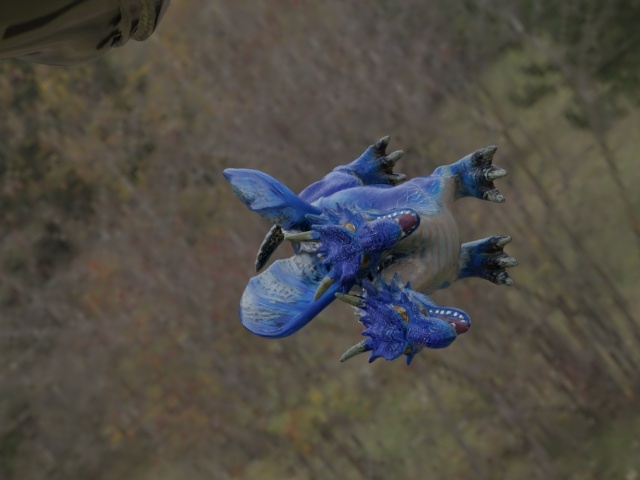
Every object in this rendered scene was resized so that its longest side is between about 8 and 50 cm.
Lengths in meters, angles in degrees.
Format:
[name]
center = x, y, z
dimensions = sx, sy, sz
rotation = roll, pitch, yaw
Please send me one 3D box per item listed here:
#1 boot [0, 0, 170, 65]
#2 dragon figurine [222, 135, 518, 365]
[boot]
center = -0.096, -0.040, 0.294
dimensions = 0.106, 0.082, 0.219
rotation = -52, -12, 1
[dragon figurine]
center = 0.000, 0.000, 0.910
dimensions = 0.144, 0.085, 0.289
rotation = -13, 12, -33
